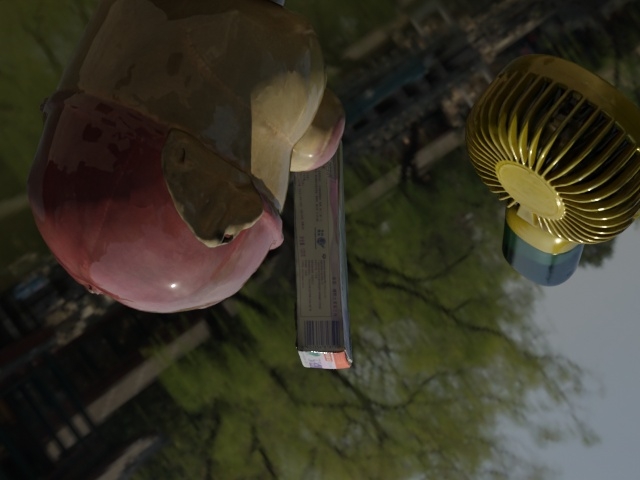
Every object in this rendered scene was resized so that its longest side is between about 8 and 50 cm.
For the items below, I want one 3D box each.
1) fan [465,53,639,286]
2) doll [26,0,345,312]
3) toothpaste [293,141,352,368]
[{"bbox_3d":[0.101,-0.018,0.494,0.039,0.082,0.155,-49,159,-15],"label":"fan"},{"bbox_3d":[-0.059,-0.091,0.547,0.196,0.152,0.255,93,7,-85],"label":"doll"},{"bbox_3d":[0.000,0.000,0.879,0.040,0.196,0.047,-4,157,4],"label":"toothpaste"}]
